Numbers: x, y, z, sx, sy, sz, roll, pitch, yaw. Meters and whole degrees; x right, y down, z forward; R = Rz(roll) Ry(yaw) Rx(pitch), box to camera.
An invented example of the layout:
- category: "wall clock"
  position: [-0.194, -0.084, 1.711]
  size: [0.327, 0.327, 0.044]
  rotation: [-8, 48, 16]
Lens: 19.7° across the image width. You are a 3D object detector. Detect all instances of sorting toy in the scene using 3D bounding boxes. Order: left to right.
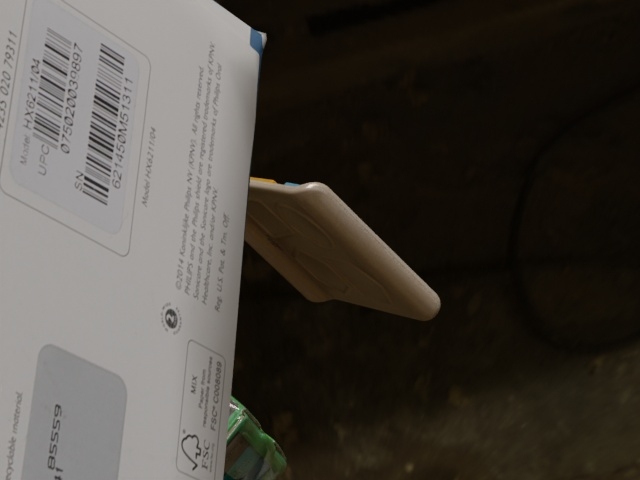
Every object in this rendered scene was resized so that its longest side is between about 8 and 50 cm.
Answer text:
- category: "sorting toy"
  position: [0.000, 0.000, 1.760]
  size: [0.193, 0.208, 0.038]
  rotation: [44, 70, -26]

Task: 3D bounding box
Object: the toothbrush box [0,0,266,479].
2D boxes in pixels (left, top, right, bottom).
- category: "toothbrush box"
  position: [-0.174, 0.042, 0.521]
  size: [0.295, 0.126, 0.216]
  rotation: [-13, 61, 35]

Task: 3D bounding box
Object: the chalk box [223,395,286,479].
- category: "chalk box"
  position: [-0.150, 0.171, 1.412]
  size: [0.289, 0.179, 0.180]
  rotation: [39, 81, 19]
